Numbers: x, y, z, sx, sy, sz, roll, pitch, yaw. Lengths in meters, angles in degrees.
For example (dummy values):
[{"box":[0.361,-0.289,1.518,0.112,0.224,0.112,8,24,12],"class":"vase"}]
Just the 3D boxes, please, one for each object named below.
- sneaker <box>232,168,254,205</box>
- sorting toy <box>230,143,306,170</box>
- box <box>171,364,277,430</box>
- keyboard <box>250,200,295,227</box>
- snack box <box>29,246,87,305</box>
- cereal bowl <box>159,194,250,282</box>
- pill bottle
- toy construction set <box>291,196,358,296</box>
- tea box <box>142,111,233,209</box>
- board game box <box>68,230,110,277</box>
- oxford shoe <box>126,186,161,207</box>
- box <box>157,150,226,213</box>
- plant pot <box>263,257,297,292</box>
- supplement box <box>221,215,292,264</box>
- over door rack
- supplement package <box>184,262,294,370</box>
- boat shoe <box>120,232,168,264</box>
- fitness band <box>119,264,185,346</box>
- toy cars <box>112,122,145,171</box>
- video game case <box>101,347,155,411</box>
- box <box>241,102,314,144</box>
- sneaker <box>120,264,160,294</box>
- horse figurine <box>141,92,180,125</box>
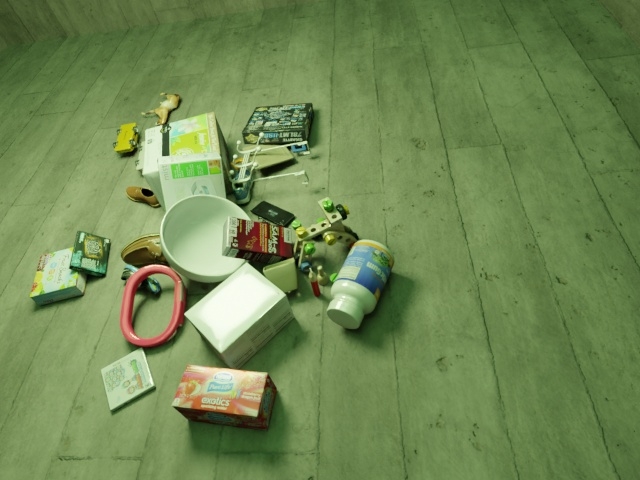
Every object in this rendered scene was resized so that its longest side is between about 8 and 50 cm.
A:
[{"box":[-0.332,-0.248,1.893,0.080,0.081,0.211,-12,48,3],"class":"sneaker"},{"box":[-0.236,-0.381,2.000,0.348,0.047,0.196,-21,48,-17],"class":"sorting toy"},{"box":[-0.270,0.448,1.272,0.257,0.122,0.128,2,50,13],"class":"box"},{"box":[-0.200,-0.097,1.782,0.180,0.023,0.108,25,53,29],"class":"keyboard"},{"box":[-0.997,0.131,1.715,0.175,0.070,0.207,-14,50,-1],"class":"snack box"},{"box":[-0.414,0.007,1.615,0.339,0.141,0.338,14,56,-21],"class":"cereal bowl"},{"box":[0.126,0.142,1.431,0.153,0.152,0.271,15,55,22],"class":"pill bottle"},{"box":[0.000,0.000,1.519,0.258,0.237,0.308,-2,51,9],"class":"toy construction set"},{"box":[-0.569,-0.349,1.933,0.324,0.219,0.328,-16,49,-4],"class":"tea box"},{"box":[-0.900,0.050,1.739,0.026,0.126,0.186,-46,40,30],"class":"board game box"},{"box":[-0.783,-0.210,1.956,0.213,0.076,0.076,17,57,25],"class":"oxford shoe"},{"box":[-0.491,-0.197,1.720,0.231,0.261,0.127,-9,25,-18],"class":"box"},{"box":[-0.129,0.126,1.517,0.109,0.096,0.109,-17,5,-4],"class":"plant pot"},{"box":[-0.223,0.005,1.581,0.240,0.073,0.130,11,56,-24],"class":"supplement box"},{"box":[-0.207,-0.346,1.853,0.325,0.108,0.239,0,46,2],"class":"over door rack"},{"box":[-0.256,0.241,1.429,0.262,0.145,0.204,-41,55,-22],"class":"supplement package"},{"box":[-0.608,0.035,1.692,0.308,0.110,0.104,-19,49,-5],"class":"boat shoe"},{"box":[-0.576,0.222,1.532,0.209,0.054,0.290,-3,65,2],"class":"fitness band"},{"box":[-0.883,-0.441,2.166,0.394,0.087,0.176,36,70,30],"class":"toy cars"},{"box":[-0.614,0.439,1.416,0.143,0.019,0.157,-28,51,-12],"class":"video game case"},{"box":[-0.194,-0.555,2.099,0.296,0.073,0.293,-1,38,8],"class":"box"},{"box":[-0.665,0.157,1.643,0.188,0.067,0.078,24,80,25],"class":"sneaker"},{"box":[-0.842,-0.725,2.404,0.175,0.066,0.263,15,57,29],"class":"horse figurine"}]
